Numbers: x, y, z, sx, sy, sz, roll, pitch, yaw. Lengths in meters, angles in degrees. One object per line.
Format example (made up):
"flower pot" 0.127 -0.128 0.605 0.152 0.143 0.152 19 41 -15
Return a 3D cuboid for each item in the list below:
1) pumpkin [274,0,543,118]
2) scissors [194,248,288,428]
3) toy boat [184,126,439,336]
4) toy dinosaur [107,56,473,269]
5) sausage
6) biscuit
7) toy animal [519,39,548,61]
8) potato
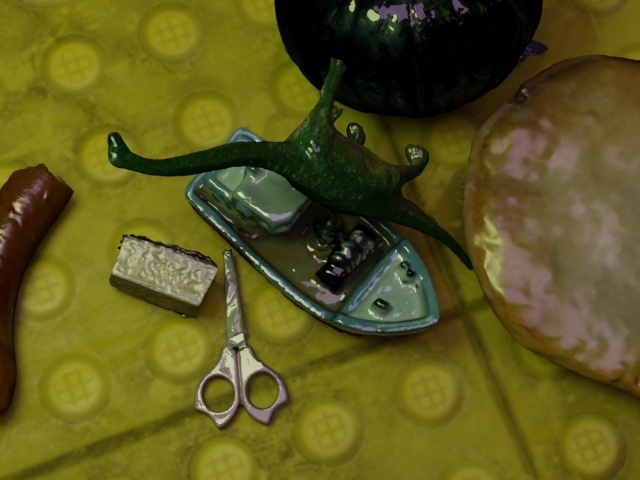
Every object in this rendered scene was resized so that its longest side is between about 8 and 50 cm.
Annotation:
"pumpkin" 0.108 -0.276 1.749 0.315 0.238 0.315 -5 50 6
"scissors" -0.100 0.113 1.725 0.110 0.021 0.212 -6 74 -1
"toy boat" 0.000 0.000 1.707 0.332 0.133 0.145 38 74 8
"toy dinosaur" -0.003 -0.046 1.583 0.447 0.087 0.301 43 45 -16
"sausage" -0.372 0.055 1.700 0.102 0.076 0.302 13 73 2
"biscuit" 0.382 -0.015 1.746 0.446 0.104 0.429 13 72 -3
"toy animal" 0.241 -0.244 1.847 0.084 0.028 0.050 -19 83 -9
"potato" -0.186 0.040 1.711 0.122 0.086 0.061 19 71 -3
